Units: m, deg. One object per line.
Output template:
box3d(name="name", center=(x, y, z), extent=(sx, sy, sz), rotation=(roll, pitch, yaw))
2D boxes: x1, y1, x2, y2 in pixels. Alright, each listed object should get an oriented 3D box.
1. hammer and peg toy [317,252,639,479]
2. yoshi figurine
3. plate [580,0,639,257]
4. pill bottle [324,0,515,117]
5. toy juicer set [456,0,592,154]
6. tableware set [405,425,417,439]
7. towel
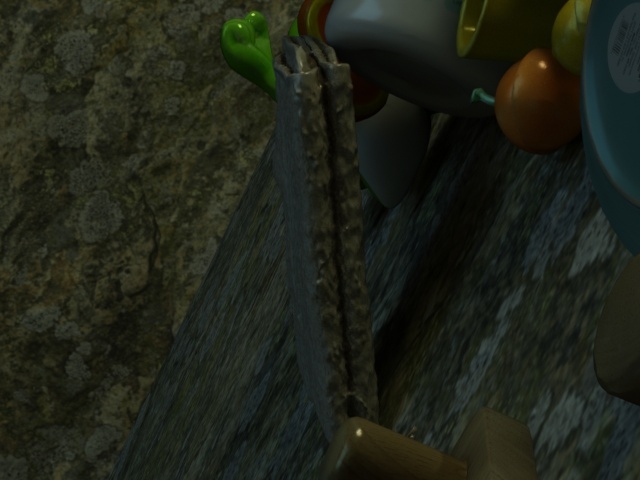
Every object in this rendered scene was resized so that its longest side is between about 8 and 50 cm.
box3d(name="hammer and peg toy", center=(0.039, 0.175, 0.642), extent=(0.266, 0.127, 0.361), rotation=(-85, 20, -67))
box3d(name="yoshi figurine", center=(0.032, -0.156, 1.533), extent=(0.203, 0.203, 0.362), rotation=(-51, 2, -13))
box3d(name="plate", center=(0.150, -0.074, 0.742), extent=(0.188, 0.024, 0.188), rotation=(-179, 90, -65))
box3d(name="pill bottle", center=(0.115, -0.231, 1.293), extent=(0.264, 0.146, 0.146), rotation=(-66, 8, -11))
box3d(name="toy juicer set", center=(0.147, -0.196, 1.025), extent=(0.209, 0.089, 0.329), rotation=(-88, 15, -50))
box3d(name="tableware set", center=(0.018, 0.186, 1.076), extent=(0.154, 0.024, 0.104), rotation=(-54, 2, 24))
box3d(name="towel", center=(0.000, 0.000, 1.269), extent=(0.187, 0.049, 0.282), rotation=(-118, 22, -79))
